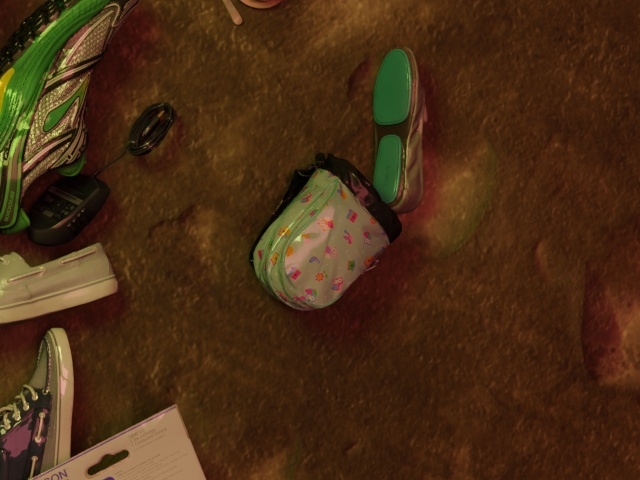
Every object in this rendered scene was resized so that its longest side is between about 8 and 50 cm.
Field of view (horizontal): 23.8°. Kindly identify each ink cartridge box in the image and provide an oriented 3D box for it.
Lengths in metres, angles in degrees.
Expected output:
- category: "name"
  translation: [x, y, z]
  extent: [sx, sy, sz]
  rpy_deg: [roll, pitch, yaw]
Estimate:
- category: "ink cartridge box"
  translation: [-0.228, 0.322, 1.792]
  extent: [0.206, 0.045, 0.208]
  rpy_deg: [-26, 110, -19]

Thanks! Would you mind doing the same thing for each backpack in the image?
- category: "backpack"
  translation: [0.000, 0.000, 1.869]
  extent: [0.182, 0.115, 0.152]
  rpy_deg: [-46, 106, -13]

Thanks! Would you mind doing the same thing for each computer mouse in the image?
- category: "computer mouse"
  translation: [-0.255, -0.076, 1.810]
  extent: [0.242, 0.071, 0.041]
  rpy_deg: [-45, 136, -20]

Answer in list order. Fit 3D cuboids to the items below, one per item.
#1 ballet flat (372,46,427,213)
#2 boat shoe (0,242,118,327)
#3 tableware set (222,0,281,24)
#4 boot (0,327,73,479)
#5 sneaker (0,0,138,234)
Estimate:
- category: "ballet flat"
  translation: [0.106, -0.139, 1.947]
  extent: [0.068, 0.072, 0.213]
  rpy_deg: [7, 86, -48]
- category: "boat shoe"
  translation: [-0.349, 0.053, 1.761]
  extent: [0.227, 0.079, 0.081]
  rpy_deg: [-15, 87, -26]
- category: "tableware set"
  translation: [-0.099, -0.379, 1.881]
  extent: [0.128, 0.039, 0.194]
  rpy_deg: [-35, 101, -18]
- category: "boot"
  translation: [-0.336, 0.197, 1.759]
  extent: [0.086, 0.069, 0.190]
  rpy_deg: [0, 90, -24]
- category: "sneaker"
  translation: [-0.316, -0.163, 1.760]
  extent: [0.146, 0.134, 0.343]
  rpy_deg: [36, 86, -23]
